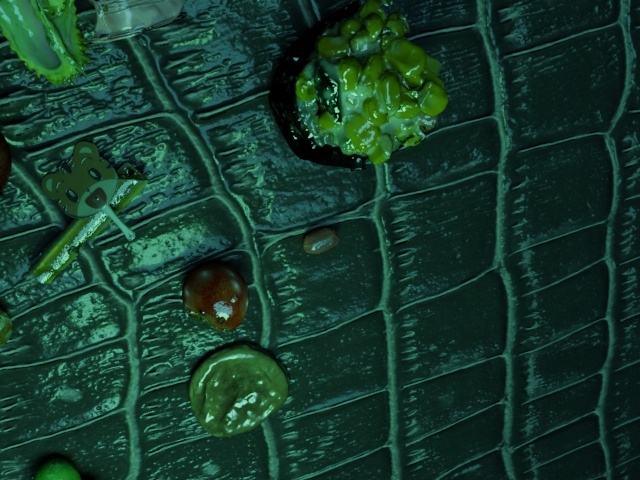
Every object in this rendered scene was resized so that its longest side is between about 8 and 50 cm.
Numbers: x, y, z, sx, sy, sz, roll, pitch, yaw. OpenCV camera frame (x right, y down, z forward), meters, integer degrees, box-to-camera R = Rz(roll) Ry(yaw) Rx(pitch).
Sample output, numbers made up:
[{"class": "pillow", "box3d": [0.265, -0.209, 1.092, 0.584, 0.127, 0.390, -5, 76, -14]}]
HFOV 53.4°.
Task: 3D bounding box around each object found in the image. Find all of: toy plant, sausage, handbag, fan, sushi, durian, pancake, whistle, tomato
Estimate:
[{"class": "toy plant", "box3d": [-0.641, 0.682, 1.622, 0.235, 0.175, 0.218, 32, 108, -3]}, {"class": "sausage", "box3d": [0.000, 0.000, 1.594, 0.094, 0.054, 0.059, -22, 119, -10]}, {"class": "handbag", "box3d": [-0.345, -0.449, 1.188, 0.205, 0.179, 0.116, -40, 125, -42]}, {"class": "fan", "box3d": [-0.473, -0.089, 1.352, 0.152, 0.008, 0.226, -43, 94, 2]}, {"class": "sushi", "box3d": [0.073, -0.306, 1.328, 0.329, 0.285, 0.327, -27, 110, -4]}, {"class": "durian", "box3d": [-0.521, -0.444, 1.132, 0.158, 0.169, 0.355, -21, 118, -12]}, {"class": "pancake", "box3d": [-0.216, 0.403, 1.706, 0.295, 0.049, 0.294, -9, 116, -18]}, {"class": "whistle", "box3d": [-0.507, -0.037, 1.389, 0.068, 0.057, 0.326, 44, 93, -8]}, {"class": "tomato", "box3d": [-0.247, 0.131, 1.515, 0.168, 0.167, 0.167, -8, 116, -17]}]

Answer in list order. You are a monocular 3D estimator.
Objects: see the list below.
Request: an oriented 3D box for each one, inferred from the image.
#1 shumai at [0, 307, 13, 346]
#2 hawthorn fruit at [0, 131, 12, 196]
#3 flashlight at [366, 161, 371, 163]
[{"class": "shumai", "box3d": [-0.776, 0.205, 1.356, 0.210, 0.153, 0.161, 6, 104, -21]}, {"class": "hawthorn fruit", "box3d": [-0.718, -0.146, 1.127, 0.265, 0.265, 0.307, -43, 139, 3]}, {"class": "flashlight", "box3d": [0.093, -0.237, 1.523, 0.051, 0.051, 0.129, -40, 117, 1]}]
